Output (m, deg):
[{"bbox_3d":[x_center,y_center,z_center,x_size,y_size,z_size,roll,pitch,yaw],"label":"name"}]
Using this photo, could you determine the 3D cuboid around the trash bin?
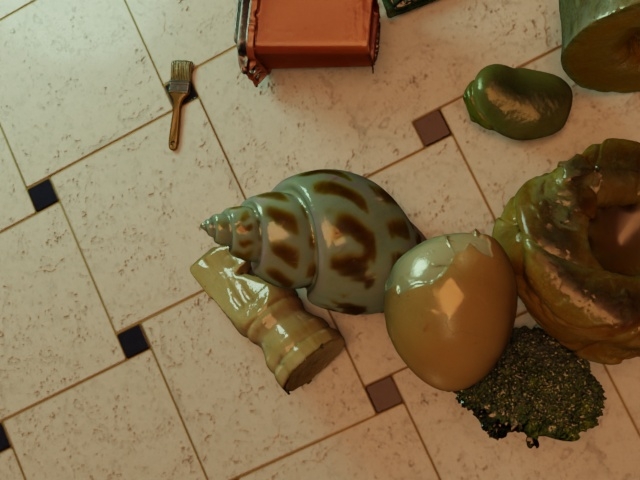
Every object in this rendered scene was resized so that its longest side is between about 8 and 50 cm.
[{"bbox_3d":[-0.021,-0.357,1.549,0.239,0.161,0.184,7,88,9],"label":"trash bin"}]

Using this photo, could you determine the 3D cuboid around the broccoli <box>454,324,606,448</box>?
[{"bbox_3d":[0.317,0.233,1.432,0.226,0.198,0.176,-32,120,33],"label":"broccoli"}]

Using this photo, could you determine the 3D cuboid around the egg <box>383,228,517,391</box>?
[{"bbox_3d":[0.196,0.105,1.357,0.201,0.201,0.244,-2,90,12],"label":"egg"}]

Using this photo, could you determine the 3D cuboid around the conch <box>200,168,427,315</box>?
[{"bbox_3d":[0.001,0.000,1.483,0.368,0.197,0.249,-11,60,0],"label":"conch"}]

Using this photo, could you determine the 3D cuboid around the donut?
[{"bbox_3d":[0.450,0.013,1.392,0.361,0.170,0.360,0,67,0],"label":"donut"}]

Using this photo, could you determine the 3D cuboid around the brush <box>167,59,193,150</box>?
[{"bbox_3d":[-0.264,-0.250,1.664,0.043,0.014,0.169,6,89,10],"label":"brush"}]

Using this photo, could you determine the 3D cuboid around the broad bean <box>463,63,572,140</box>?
[{"bbox_3d":[0.328,-0.232,1.502,0.175,0.082,0.124,19,88,14],"label":"broad bean"}]

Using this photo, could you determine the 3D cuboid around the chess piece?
[{"bbox_3d":[-0.103,0.115,1.563,0.137,0.137,0.301,-47,68,5],"label":"chess piece"}]

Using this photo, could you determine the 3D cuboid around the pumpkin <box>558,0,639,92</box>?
[{"bbox_3d":[0.529,-0.378,1.368,0.333,0.332,0.199,-3,73,12],"label":"pumpkin"}]

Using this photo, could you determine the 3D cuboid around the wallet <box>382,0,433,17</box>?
[{"bbox_3d":[0.201,-0.504,1.565,0.236,0.055,0.160,-21,89,9],"label":"wallet"}]
